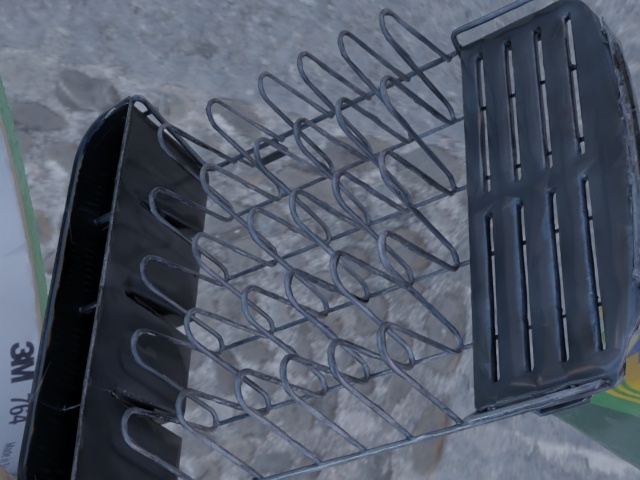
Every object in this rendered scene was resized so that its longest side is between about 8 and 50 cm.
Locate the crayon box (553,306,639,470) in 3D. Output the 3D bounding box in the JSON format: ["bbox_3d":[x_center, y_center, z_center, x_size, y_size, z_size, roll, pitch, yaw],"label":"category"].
[{"bbox_3d":[0.239,0.009,0.568,0.083,0.323,0.203,33,76,0],"label":"crayon box"}]

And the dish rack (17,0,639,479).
[{"bbox_3d":[0.000,0.000,0.473,0.272,0.074,0.208,-22,52,32],"label":"dish rack"}]

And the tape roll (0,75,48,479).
[{"bbox_3d":[-0.188,0.000,0.507,0.077,0.321,0.321,-10,93,-4],"label":"tape roll"}]
